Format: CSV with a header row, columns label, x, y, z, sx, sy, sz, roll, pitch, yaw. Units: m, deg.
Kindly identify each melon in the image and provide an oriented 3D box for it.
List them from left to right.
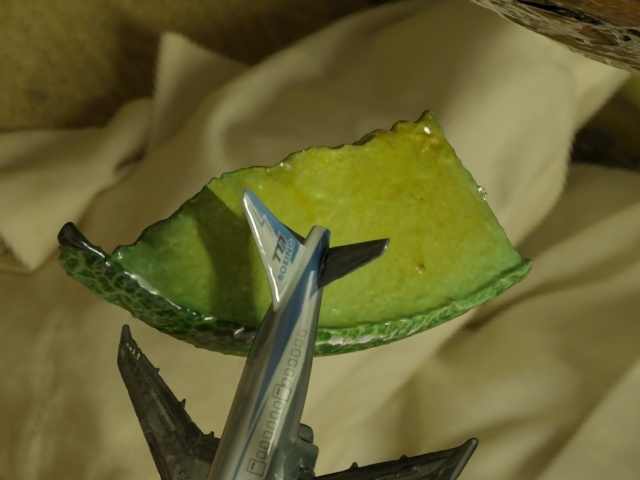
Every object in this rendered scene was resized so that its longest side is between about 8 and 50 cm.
label,x,y,z,sx,sy,sz,roll,pitch,yaw
melon,-0.001,0.000,0.701,0.262,0.053,0.114,-6,99,-44

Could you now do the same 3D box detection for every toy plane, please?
label,x,y,z,sx,sy,sz,roll,pitch,yaw
toy plane,-0.030,0.094,0.634,0.058,0.226,0.226,10,91,-41

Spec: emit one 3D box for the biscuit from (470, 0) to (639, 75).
label,x,y,z,sx,sy,sz,roll,pitch,yaw
biscuit,0.145,-0.096,0.629,0.290,0.208,0.041,17,86,-75
